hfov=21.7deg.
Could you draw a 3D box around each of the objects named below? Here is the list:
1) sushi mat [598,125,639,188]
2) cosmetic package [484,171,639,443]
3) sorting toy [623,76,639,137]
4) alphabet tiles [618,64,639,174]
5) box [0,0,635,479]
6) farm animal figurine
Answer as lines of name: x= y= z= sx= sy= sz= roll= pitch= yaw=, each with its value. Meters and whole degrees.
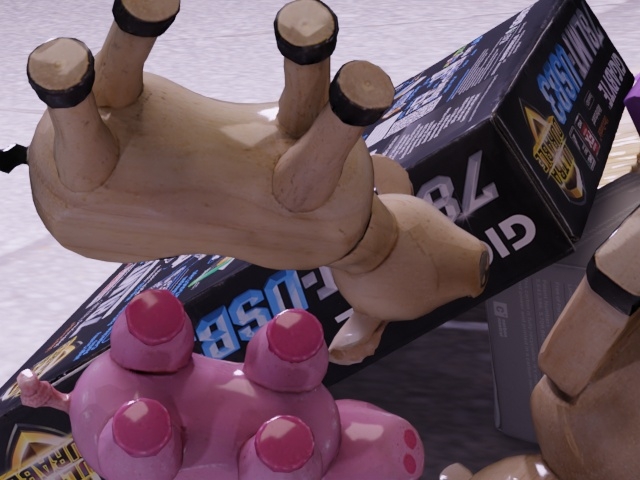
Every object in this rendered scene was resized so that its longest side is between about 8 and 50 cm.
sushi mat: x=0.041 y=-0.015 z=1.024 sx=0.317 sy=0.019 sz=0.151 roll=-8 pitch=19 yaw=26
cosmetic package: x=0.200 y=0.042 z=0.722 sx=0.127 sy=0.107 sz=0.238 roll=-24 pitch=26 yaw=-39
sorting toy: x=0.322 y=-0.046 z=0.737 sx=0.365 sy=0.127 sz=0.126 roll=20 pitch=61 yaw=33
alphabet tiles: x=0.245 y=-0.084 z=1.092 sx=0.284 sy=0.021 sz=0.278 roll=-33 pitch=16 yaw=-29
box: x=0.000 y=0.000 z=0.806 sx=0.293 sy=0.073 sz=0.295 roll=-32 pitch=8 yaw=21
farm animal figurine: x=0.080 y=0.045 z=0.539 sx=0.327 sy=0.330 sz=0.172 roll=-27 pitch=-19 yaw=-19
